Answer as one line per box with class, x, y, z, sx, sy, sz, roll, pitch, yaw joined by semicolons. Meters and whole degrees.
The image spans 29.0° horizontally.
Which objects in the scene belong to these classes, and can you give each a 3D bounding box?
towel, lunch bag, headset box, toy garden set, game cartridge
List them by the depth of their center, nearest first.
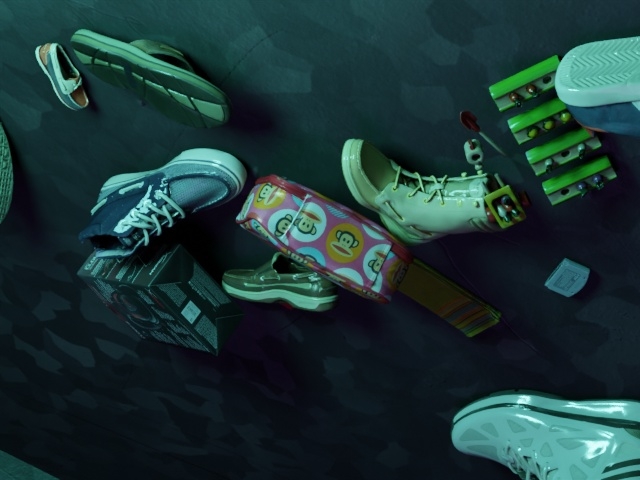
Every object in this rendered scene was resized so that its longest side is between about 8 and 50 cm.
toy garden set;0.309;-0.129;1.843;0.204;0.049;0.244;-25;126;17
game cartridge;0.426;0.065;2.117;0.056;0.017;0.083;27;143;0
lunch bag;0.000;0.000;2.124;0.293;0.120;0.258;30;173;-10
towel;0.210;0.100;2.268;0.237;0.021;0.102;32;141;-13
headset box;-0.323;0.104;2.426;0.293;0.110;0.218;5;143;49

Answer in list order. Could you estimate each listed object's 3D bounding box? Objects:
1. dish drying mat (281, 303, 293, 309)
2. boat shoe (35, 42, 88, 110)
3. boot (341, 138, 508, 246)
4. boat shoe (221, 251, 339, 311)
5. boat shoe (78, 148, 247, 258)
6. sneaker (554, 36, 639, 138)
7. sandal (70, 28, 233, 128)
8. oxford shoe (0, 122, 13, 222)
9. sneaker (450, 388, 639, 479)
dish drying mat;-0.086;0.110;2.443;0.083;0.008;0.032;31;143;-13
boat shoe;-0.432;-0.278;2.107;0.043;0.049;0.137;-6;130;30
boot;0.170;-0.085;1.988;0.204;0.095;0.262;-6;141;35
boat shoe;-0.075;0.066;2.337;0.258;0.095;0.095;7;106;30
boat shoe;-0.286;-0.052;2.217;0.341;0.158;0.127;-14;130;39
sneaker;0.502;-0.200;1.670;0.350;0.131;0.148;3;147;33
sandal;-0.267;-0.281;1.995;0.303;0.086;0.120;29;151;16
oxford shoe;-0.682;-0.211;2.222;0.130;0.169;0.449;0;131;23
sneaker;0.431;0.436;2.375;0.448;0.257;0.169;-5;135;33
